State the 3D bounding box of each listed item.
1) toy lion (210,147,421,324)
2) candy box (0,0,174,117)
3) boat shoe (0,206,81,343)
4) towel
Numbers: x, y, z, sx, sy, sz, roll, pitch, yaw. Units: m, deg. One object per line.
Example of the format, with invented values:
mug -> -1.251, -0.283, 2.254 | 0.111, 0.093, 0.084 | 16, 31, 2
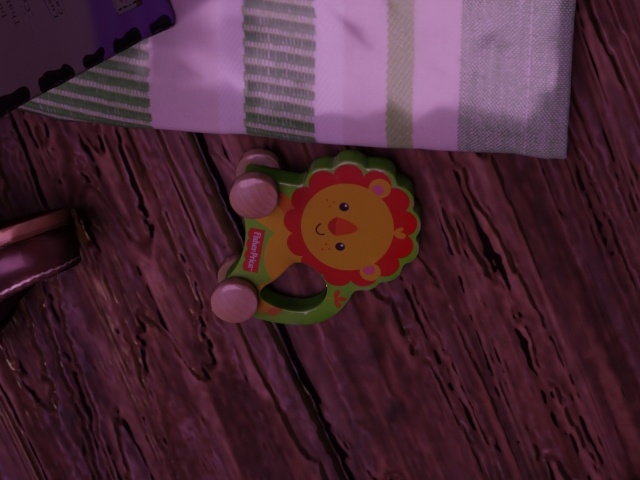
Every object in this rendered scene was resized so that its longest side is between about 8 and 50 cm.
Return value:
toy lion -> 0.000, 0.000, 0.652 | 0.096, 0.034, 0.100 | 12, 120, -1
candy box -> -0.150, -0.133, 0.523 | 0.070, 0.196, 0.165 | -18, 104, 20
boat shoe -> -0.205, 0.041, 0.704 | 0.207, 0.073, 0.073 | -20, 91, 30
towel -> -0.042, -0.169, 0.610 | 0.325, 0.038, 0.248 | 5, 110, 13
